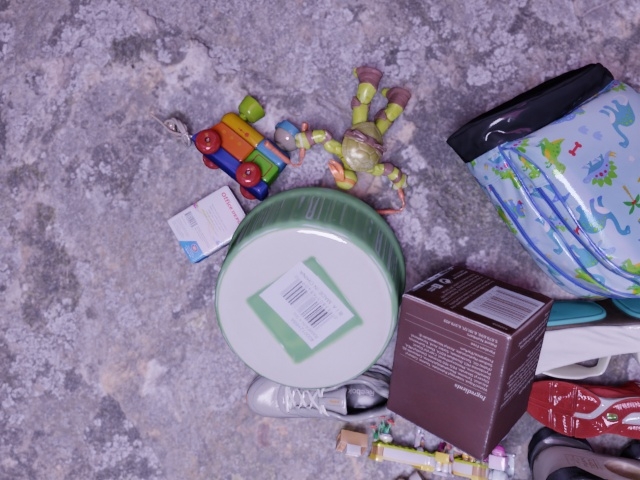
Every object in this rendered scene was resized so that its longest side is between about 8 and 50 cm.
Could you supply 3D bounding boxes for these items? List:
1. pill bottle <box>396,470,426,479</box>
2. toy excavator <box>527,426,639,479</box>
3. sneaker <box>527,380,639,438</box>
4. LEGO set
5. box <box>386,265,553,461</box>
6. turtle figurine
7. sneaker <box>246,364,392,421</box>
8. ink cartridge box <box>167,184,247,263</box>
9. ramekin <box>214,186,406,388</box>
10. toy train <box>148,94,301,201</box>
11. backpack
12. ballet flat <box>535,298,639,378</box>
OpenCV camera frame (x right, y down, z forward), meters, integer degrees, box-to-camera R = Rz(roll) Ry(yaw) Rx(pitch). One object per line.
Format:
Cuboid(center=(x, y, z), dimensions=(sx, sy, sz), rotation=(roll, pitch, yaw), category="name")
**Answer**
Cuboid(center=(0.131, 0.444, 0.945), dimensions=(0.120, 0.067, 0.067), rotation=(-40, 87, 1), category="pill bottle")
Cuboid(center=(0.356, 0.533, 0.863), dimensions=(0.432, 0.222, 0.445), rotation=(7, 93, 13), category="toy excavator")
Cuboid(center=(0.458, 0.272, 0.931), dimensions=(0.221, 0.128, 0.087), rotation=(6, 91, 32), category="sneaker")
Cuboid(center=(0.175, 0.324, 0.932), dimensions=(0.286, 0.132, 0.107), rotation=(3, 70, 25), category="LEGO set")
Cuboid(center=(0.220, 0.172, 0.845), dimensions=(0.167, 0.168, 0.203), rotation=(20, 115, 35), category="box")
Cuboid(center=(0.058, -0.174, 0.939), dimensions=(0.269, 0.087, 0.217), rotation=(23, 82, -15), category="turtle figurine")
Cuboid(center=(0.003, 0.253, 0.932), dimensions=(0.262, 0.121, 0.099), rotation=(-5, 87, 3), category="sneaker")
Cuboid(center=(-0.188, -0.028, 0.987), dimensions=(0.122, 0.052, 0.089), rotation=(-31, 87, 2), category="ink cartridge box")
Cuboid(center=(-0.017, 0.080, 0.879), dimensions=(0.303, 0.148, 0.304), rotation=(2, 108, 6), category="ramekin")
Cuboid(center=(-0.157, -0.195, 0.973), dimensions=(0.248, 0.105, 0.143), rotation=(39, 80, 4), category="toy train")
Cuboid(center=(0.420, -0.076, 0.878), dimensions=(0.290, 0.273, 0.356), rotation=(-27, 99, -15), category="backpack")
Cuboid(center=(0.483, 0.154, 0.923), dimensions=(0.400, 0.139, 0.139), rotation=(-9, 87, 7), category="ballet flat")
